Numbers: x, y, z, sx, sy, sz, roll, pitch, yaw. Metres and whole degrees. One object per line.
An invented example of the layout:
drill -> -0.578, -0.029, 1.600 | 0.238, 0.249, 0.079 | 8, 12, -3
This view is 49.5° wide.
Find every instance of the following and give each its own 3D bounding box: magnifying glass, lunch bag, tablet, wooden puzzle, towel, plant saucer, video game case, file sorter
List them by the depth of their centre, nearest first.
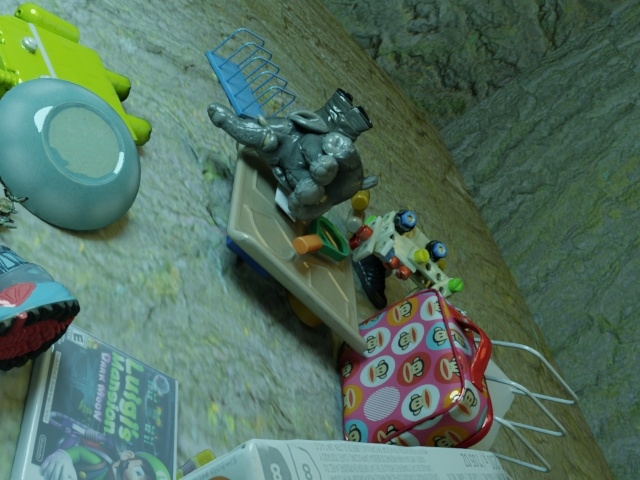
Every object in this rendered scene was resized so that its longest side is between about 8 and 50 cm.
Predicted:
video game case -> -0.210, 0.185, 0.682 | 0.173, 0.022, 0.191 | 40, 25, -37
towel -> -0.129, 0.266, 0.758 | 0.060, 0.009, 0.083 | 60, 21, 8
plant saucer -> -0.289, -0.110, 0.828 | 0.194, 0.037, 0.195 | 22, 59, -41
lunch bag -> 0.160, 0.214, 1.123 | 0.120, 0.258, 0.293 | 45, 23, -26
file sorter -> 0.281, 0.324, 1.156 | 0.193, 0.173, 0.278 | 45, 64, -27
magnifying glass -> 0.000, 0.000, 1.209 | 0.092, 0.026, 0.231 | 56, 17, 6
tablet -> -0.058, -0.068, 1.217 | 0.054, 0.006, 0.083 | 48, 18, -19
wooden puzzle -> -0.055, 0.012, 1.220 | 0.322, 0.080, 0.348 | 45, 18, -28
file sorter -> -0.148, -0.358, 1.518 | 0.170, 0.104, 0.118 | 61, 21, 15

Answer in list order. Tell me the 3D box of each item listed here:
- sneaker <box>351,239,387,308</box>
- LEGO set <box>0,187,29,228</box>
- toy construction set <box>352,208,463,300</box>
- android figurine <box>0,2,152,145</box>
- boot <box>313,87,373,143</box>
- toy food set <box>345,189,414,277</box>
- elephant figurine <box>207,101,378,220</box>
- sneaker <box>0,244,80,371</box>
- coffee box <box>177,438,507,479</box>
sneaker -> 0.124, 0.057, 1.521 | 0.051, 0.089, 0.170 | 10, 49, -63
LEGO set -> -0.343, -0.031, 0.720 | 0.083, 0.023, 0.054 | 1, 54, -50
toy construction set -> 0.170, 0.062, 1.433 | 0.328, 0.151, 0.215 | 51, 56, -31
android figurine -> -0.343, -0.207, 0.931 | 0.272, 0.056, 0.248 | 13, 47, -64
boot -> 0.070, -0.248, 1.752 | 0.247, 0.161, 0.083 | 53, 21, -8
toy food set -> 0.132, -0.014, 1.611 | 0.232, 0.111, 0.104 | 48, 22, -13
elephant figurine -> -0.047, -0.161, 1.199 | 0.239, 0.169, 0.186 | 41, -17, 28
sneaker -> -0.326, 0.053, 0.557 | 0.125, 0.104, 0.262 | 43, 13, 16
coffee box -> -0.019, 0.348, 0.412 | 0.337, 0.338, 0.335 | 25, 37, -53
